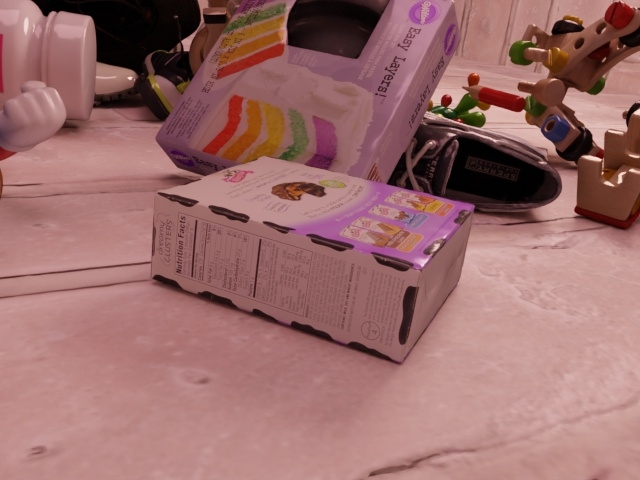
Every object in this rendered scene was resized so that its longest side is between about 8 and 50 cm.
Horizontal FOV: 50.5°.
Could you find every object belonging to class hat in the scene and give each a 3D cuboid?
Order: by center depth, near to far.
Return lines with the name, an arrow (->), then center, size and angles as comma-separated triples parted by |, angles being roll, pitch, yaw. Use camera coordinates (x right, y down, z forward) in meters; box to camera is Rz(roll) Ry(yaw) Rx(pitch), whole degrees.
hat -> -0.374, -0.407, 1.131 | 0.331, 0.134, 0.331 | -13, -17, -4

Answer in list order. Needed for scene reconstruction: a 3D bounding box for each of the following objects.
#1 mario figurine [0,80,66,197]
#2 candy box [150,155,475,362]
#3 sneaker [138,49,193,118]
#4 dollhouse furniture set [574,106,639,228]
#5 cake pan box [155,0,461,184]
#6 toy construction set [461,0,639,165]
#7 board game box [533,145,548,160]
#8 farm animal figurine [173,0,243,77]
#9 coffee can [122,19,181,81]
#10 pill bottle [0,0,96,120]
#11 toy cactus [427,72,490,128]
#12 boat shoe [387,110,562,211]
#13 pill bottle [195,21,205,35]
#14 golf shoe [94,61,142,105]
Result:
mario figurine -> -0.343, -0.120, 0.561 | 0.198, 0.170, 0.320 | 36, 9, -38
candy box -> 0.000, 0.000, 0.514 | 0.196, 0.070, 0.165 | 16, 22, 20
sneaker -> -0.223, -0.259, 1.079 | 0.097, 0.084, 0.234 | -29, 32, 6
dollhouse furniture set -> 0.489, -0.084, 0.869 | 0.201, 0.152, 0.374 | 22, 42, 34
cake pan box -> -0.009, -0.168, 0.731 | 0.246, 0.267, 0.070 | 21, -19, 23
toy construction set -> 0.372, -0.261, 1.110 | 0.309, 0.257, 0.237 | -5, 22, -22
board game box -> 0.185, -0.115, 0.931 | 0.243, 0.042, 0.165 | 13, 21, 13
farm animal figurine -> -0.042, -0.239, 0.950 | 0.327, 0.172, 0.330 | 14, 45, 6
coffee can -> -0.366, -0.454, 1.317 | 0.202, 0.275, 0.201 | 7, 20, -2
pill bottle -> -0.438, -0.232, 0.857 | 0.283, 0.160, 0.160 | 3, 21, -12
toy cactus -> 0.187, -0.215, 1.147 | 0.181, 0.112, 0.219 | 5, 27, 21
boat shoe -> 0.121, -0.088, 0.762 | 0.301, 0.108, 0.102 | 13, 18, -6
pill bottle -> -0.146, -0.334, 1.224 | 0.169, 0.169, 0.301 | 5, 20, -8
golf shoe -> -0.412, -0.276, 1.049 | 0.273, 0.120, 0.105 | 2, 19, -17
